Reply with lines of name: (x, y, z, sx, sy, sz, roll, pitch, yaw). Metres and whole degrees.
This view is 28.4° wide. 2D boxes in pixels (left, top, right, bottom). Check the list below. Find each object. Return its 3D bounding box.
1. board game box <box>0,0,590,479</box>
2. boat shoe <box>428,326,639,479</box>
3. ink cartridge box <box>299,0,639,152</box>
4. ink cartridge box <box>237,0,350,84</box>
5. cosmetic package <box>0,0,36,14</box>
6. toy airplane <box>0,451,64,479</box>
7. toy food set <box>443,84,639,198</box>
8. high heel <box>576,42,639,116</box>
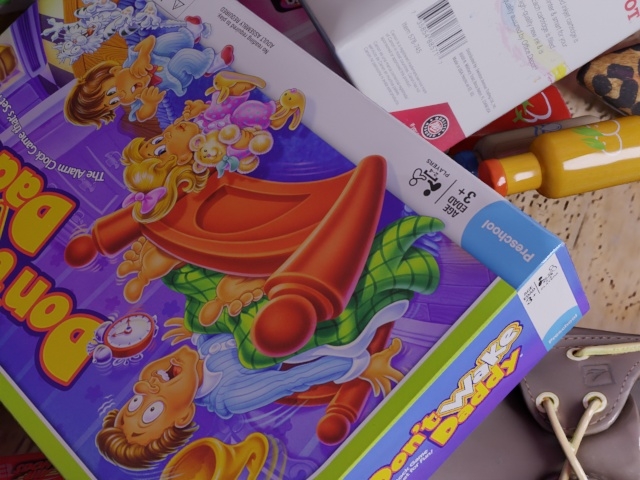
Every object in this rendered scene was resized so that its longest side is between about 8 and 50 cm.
board game box: (-0.071, 0.005, 0.660, 0.233, 0.078, 0.347, -46, 58, -6)
boat shoe: (0.153, 0.102, 0.661, 0.324, 0.097, 0.116, 0, 89, -10)
ink cartridge box: (0.079, -0.156, 0.715, 0.176, 0.128, 0.127, -31, 53, 4)
ink cartridge box: (0.000, 0.000, 0.765, 0.176, 0.069, 0.371, -18, 63, -16)
cosmetic package: (-0.131, -0.266, 0.757, 0.365, 0.197, 0.155, -21, 68, -34)
toy airplane: (-0.209, 0.119, 0.687, 0.151, 0.028, 0.151, -2, 58, 3)
toy food set: (0.114, -0.110, 0.813, 0.104, 0.111, 0.232, -12, 61, -13)
high heel: (0.308, -0.138, 0.802, 0.261, 0.186, 0.093, 5, 58, -1)
